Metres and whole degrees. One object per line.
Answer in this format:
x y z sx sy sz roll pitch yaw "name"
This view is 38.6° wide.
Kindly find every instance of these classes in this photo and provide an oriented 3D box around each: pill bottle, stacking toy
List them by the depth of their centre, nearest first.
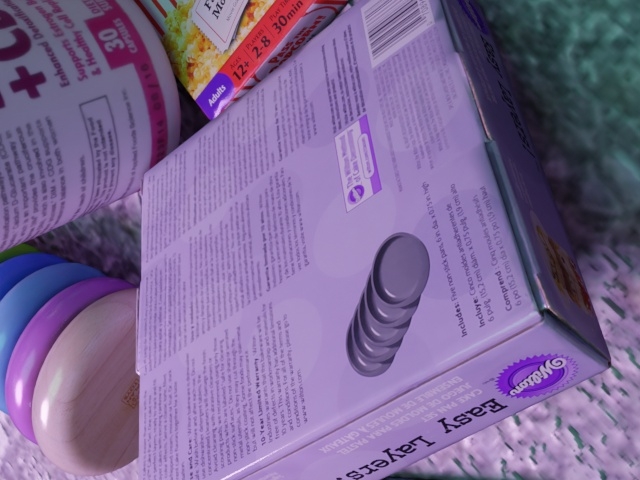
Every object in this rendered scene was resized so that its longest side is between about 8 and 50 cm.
-0.243 -0.060 0.568 0.160 0.283 0.160 28 133 35 "pill bottle"
-0.261 0.052 0.721 0.330 0.141 0.141 22 111 30 "stacking toy"

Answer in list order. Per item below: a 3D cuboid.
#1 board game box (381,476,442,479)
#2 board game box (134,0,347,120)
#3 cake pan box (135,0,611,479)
0.092 0.252 0.608 0.126 0.026 0.186 -5 98 31 "board game box"
-0.073 -0.197 0.596 0.147 0.045 0.193 -45 77 30 "board game box"
0.000 0.000 0.496 0.245 0.070 0.267 -33 44 25 "cake pan box"
